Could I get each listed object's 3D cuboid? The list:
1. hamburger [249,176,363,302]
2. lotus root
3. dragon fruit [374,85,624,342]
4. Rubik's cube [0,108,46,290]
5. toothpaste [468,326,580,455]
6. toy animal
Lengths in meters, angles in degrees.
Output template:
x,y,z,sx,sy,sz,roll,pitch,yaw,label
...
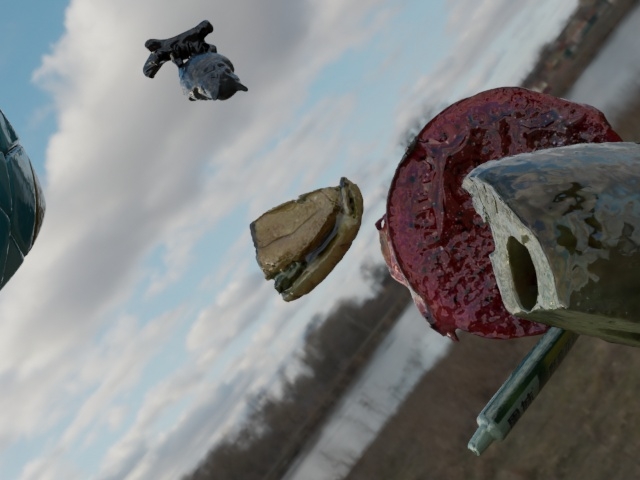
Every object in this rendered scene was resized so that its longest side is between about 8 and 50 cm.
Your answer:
x,y,z,sx,sy,sz,roll,pitch,yaw,label
0.000,0.000,1.621,0.208,0.155,0.135,-31,-36,16,hamburger
0.278,0.007,0.737,0.142,0.314,0.210,133,136,-67,lotus root
0.275,-0.019,1.393,0.386,0.371,0.249,-53,-11,-5,dragon fruit
-0.300,-0.012,0.774,0.254,0.254,0.254,-51,-7,-9,Rubik's cube
0.204,0.126,0.909,0.204,0.031,0.049,-45,-37,-25,toothpaste
-0.186,-0.240,1.458,0.121,0.210,0.117,-18,-48,-19,toy animal
